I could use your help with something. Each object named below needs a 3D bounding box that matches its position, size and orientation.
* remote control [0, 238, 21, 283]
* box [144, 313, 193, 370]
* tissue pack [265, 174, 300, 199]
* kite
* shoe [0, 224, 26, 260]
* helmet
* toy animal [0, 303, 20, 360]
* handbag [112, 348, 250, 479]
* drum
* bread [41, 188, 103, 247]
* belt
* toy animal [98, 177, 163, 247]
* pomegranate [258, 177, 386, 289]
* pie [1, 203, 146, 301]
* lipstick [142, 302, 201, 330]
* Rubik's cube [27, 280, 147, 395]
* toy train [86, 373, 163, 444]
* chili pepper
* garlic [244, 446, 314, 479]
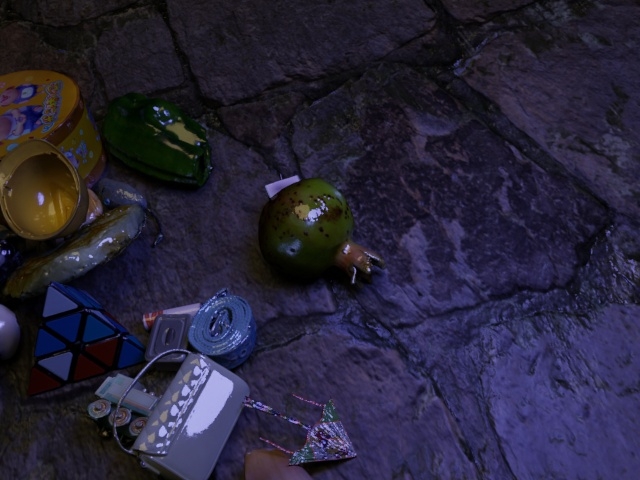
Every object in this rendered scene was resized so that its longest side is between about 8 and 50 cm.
[{"bbox_3d":[-0.790,0.102,1.757,0.266,0.066,0.090,-46,61,-6],"label":"remote control"},{"bbox_3d":[-0.318,0.222,1.685,0.089,0.062,0.122,-1,50,8],"label":"box"},{"bbox_3d":[-0.083,-0.098,1.892,0.085,0.111,0.079,-19,47,-7],"label":"tissue pack"},{"bbox_3d":[-0.036,0.353,1.512,0.244,0.006,0.198,26,39,7],"label":"kite"},{"bbox_3d":[-0.769,0.059,1.877,0.125,0.099,0.228,4,52,10],"label":"shoe"},{"bbox_3d":[-0.634,-0.101,1.854,0.205,0.140,0.257,-35,69,4],"label":"helmet"},{"bbox_3d":[-0.733,0.225,1.714,0.165,0.138,0.179,24,46,3],"label":"toy animal"},{"bbox_3d":[-0.274,0.331,1.509,0.219,0.079,0.256,34,54,-8],"label":"handbag"},{"bbox_3d":[-0.792,-0.252,2.064,0.430,0.214,0.431,-7,44,7],"label":"drum"},{"bbox_3d":[-0.631,-0.057,1.958,0.177,0.084,0.119,-29,80,-17],"label":"bread"},{"bbox_3d":[-0.205,0.198,1.672,0.147,0.082,0.163,29,57,30],"label":"belt"},{"bbox_3d":[-0.468,-0.080,1.983,0.253,0.070,0.079,38,98,21],"label":"toy animal"},{"bbox_3d":[-0.015,0.006,1.746,0.230,0.231,0.286,-28,79,-15],"label":"pomegranate"},{"bbox_3d":[-0.561,0.030,1.802,0.371,0.078,0.296,-33,16,-16],"label":"pie"},{"bbox_3d":[-0.328,0.170,1.747,0.130,0.038,0.038,-11,48,-1],"label":"lipstick"},{"bbox_3d":[-0.529,0.259,1.693,0.250,0.284,0.234,39,82,-2],"label":"Rubik's cube"},{"bbox_3d":[-0.374,0.346,1.576,0.193,0.081,0.125,15,49,23],"label":"toy train"},{"bbox_3d":[-0.423,-0.275,2.068,0.384,0.168,0.213,27,60,28],"label":"chili pepper"},{"bbox_3d":[-0.055,0.480,1.383,0.143,0.112,0.318,-8,37,-29],"label":"garlic"}]
